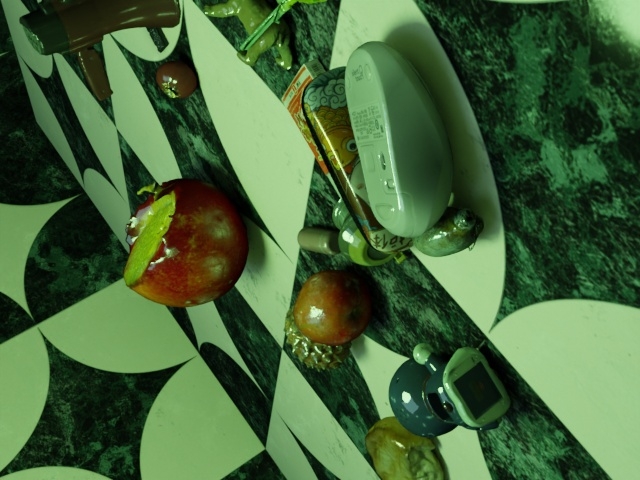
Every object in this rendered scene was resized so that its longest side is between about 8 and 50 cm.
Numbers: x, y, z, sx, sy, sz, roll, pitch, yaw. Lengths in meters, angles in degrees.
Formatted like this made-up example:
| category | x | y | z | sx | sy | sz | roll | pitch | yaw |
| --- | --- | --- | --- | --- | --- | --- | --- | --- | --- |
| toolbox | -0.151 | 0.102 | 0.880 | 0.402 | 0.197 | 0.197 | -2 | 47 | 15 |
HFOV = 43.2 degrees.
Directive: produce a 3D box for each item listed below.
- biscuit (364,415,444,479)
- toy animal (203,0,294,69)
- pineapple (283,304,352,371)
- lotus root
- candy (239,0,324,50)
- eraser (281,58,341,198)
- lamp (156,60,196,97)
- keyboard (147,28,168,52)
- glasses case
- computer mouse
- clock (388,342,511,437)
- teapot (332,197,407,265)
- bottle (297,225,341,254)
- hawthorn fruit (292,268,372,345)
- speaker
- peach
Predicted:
| category | x | y | z | sx | sy | sz | roll | pitch | yaw |
| --- | --- | --- | --- | --- | --- | --- | --- | --- | --- |
| biscuit | 0.201 | 0.519 | 1.902 | 0.213 | 0.091 | 0.274 | 30 | 145 | 45 |
| toy animal | -0.125 | -0.414 | 1.476 | 0.219 | 0.103 | 0.101 | 55 | 141 | 16 |
| pineapple | 0.005 | 0.229 | 1.888 | 0.166 | 0.166 | 0.193 | 25 | 148 | 54 |
| lotus root | 0.201 | -0.015 | 1.263 | 0.088 | 0.088 | 0.165 | 62 | 156 | -5 |
| candy | -0.066 | -0.384 | 1.339 | 0.262 | 0.073 | 0.077 | -30 | 74 | 52 |
| eraser | 0.018 | -0.200 | 1.484 | 0.230 | 0.038 | 0.157 | 59 | 157 | 4 |
| lamp | -0.346 | -0.387 | 1.948 | 0.101 | 0.090 | 0.101 | 17 | 155 | 8 |
| keyboard | -0.436 | -0.565 | 2.013 | 0.196 | 0.015 | 0.074 | 63 | 157 | -8 |
| glasses case | 0.077 | -0.130 | 1.333 | 0.321 | 0.122 | 0.082 | 64 | 157 | -9 |
| computer mouse | 0.128 | -0.153 | 1.211 | 0.184 | 0.121 | 0.297 | 180 | 79 | -78 |
| clock | 0.226 | 0.282 | 1.507 | 0.199 | 0.146 | 0.243 | 56 | 150 | -1 |
| teapot | 0.096 | -0.016 | 1.462 | 0.165 | 0.130 | 0.119 | 38 | -166 | -44 |
| bottle | 0.000 | 0.000 | 1.740 | 0.140 | 0.053 | 0.053 | 12 | 128 | 61 |
| hawthorn fruit | 0.030 | 0.139 | 1.709 | 0.173 | 0.173 | 0.173 | 45 | 153 | 31 |
| speaker | -0.501 | -0.495 | 1.862 | 0.198 | 0.329 | 0.259 | 52 | 163 | 18 |
| peach | -0.349 | 0.012 | 2.150 | 0.406 | 0.310 | 0.335 | -30 | 52 | 57 |
